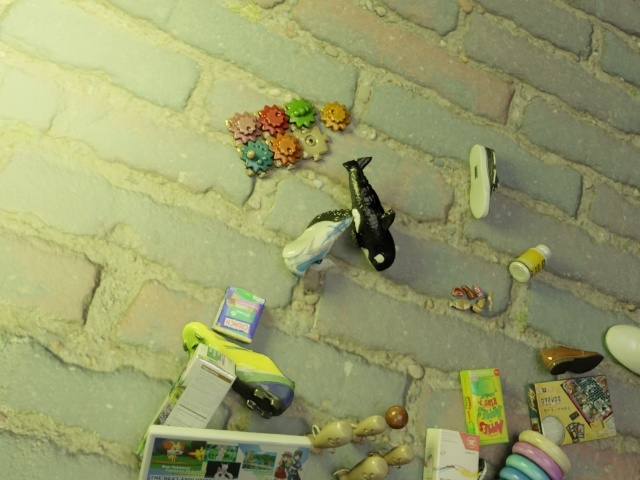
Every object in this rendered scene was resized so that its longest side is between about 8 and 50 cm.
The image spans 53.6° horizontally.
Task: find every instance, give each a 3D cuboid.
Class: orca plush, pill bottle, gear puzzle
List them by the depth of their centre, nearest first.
[{"bbox_3d":[0.149,-0.070,1.571,0.151,0.102,0.288,2,79,-53],"label":"orca plush"},{"bbox_3d":[-0.060,-0.280,1.611,0.338,0.044,0.176,-20,84,-24],"label":"gear puzzle"},{"bbox_3d":[0.583,0.060,1.752,0.116,0.065,0.065,-35,90,-25],"label":"pill bottle"}]

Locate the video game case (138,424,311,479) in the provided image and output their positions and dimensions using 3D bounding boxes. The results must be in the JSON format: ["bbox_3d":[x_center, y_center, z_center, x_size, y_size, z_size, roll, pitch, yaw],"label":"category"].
[{"bbox_3d":[-0.205,0.526,1.276,0.328,0.036,0.300,10,99,-18],"label":"video game case"}]

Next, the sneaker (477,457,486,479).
[{"bbox_3d":[0.381,0.573,1.555,0.035,0.031,0.083,29,68,-11],"label":"sneaker"}]

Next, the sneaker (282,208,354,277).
[{"bbox_3d":[0.000,0.000,1.549,0.237,0.085,0.086,-40,126,-31],"label":"sneaker"}]

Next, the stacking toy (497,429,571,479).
[{"bbox_3d":[0.456,0.624,1.528,0.330,0.141,0.141,-44,93,-18],"label":"stacking toy"}]

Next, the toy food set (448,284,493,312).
[{"bbox_3d":[0.398,0.152,1.684,0.122,0.019,0.078,12,72,-9],"label":"toy food set"}]

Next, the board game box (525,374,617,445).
[{"bbox_3d":[0.670,0.453,1.691,0.243,0.042,0.165,0,76,-21],"label":"board game box"}]

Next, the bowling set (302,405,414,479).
[{"bbox_3d":[0.124,0.481,1.443,0.287,0.154,0.200,51,45,0],"label":"bowling set"}]

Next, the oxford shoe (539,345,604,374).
[{"bbox_3d":[0.686,0.315,1.725,0.212,0.076,0.076,7,33,-29],"label":"oxford shoe"}]

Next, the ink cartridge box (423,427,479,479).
[{"bbox_3d":[0.311,0.558,1.513,0.115,0.067,0.198,13,72,-17],"label":"ink cartridge box"}]

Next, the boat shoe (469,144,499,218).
[{"bbox_3d":[0.462,-0.163,1.759,0.070,0.078,0.220,10,71,-17],"label":"boat shoe"}]

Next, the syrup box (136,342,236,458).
[{"bbox_3d":[-0.269,0.339,1.289,0.096,0.093,0.237,31,93,-10],"label":"syrup box"}]

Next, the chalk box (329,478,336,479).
[{"bbox_3d":[0.077,0.644,1.366,0.213,0.132,0.132,46,66,-4],"label":"chalk box"}]

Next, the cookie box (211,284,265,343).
[{"bbox_3d":[-0.186,0.170,1.444,0.091,0.040,0.107,24,69,-14],"label":"cookie box"}]

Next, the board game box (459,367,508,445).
[{"bbox_3d":[0.414,0.419,1.603,0.092,0.043,0.182,1,76,-21],"label":"board game box"}]

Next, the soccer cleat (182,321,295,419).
[{"bbox_3d":[-0.180,0.274,1.408,0.289,0.093,0.121,39,36,-2],"label":"soccer cleat"}]

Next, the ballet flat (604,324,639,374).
[{"bbox_3d":[0.999,0.352,1.796,0.400,0.139,0.139,33,67,-9],"label":"ballet flat"}]
